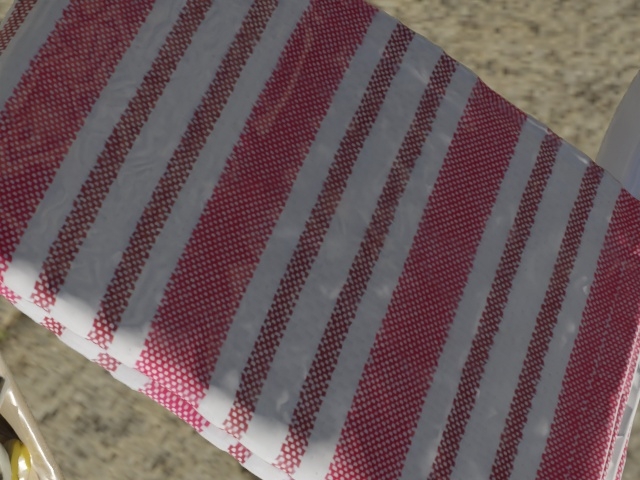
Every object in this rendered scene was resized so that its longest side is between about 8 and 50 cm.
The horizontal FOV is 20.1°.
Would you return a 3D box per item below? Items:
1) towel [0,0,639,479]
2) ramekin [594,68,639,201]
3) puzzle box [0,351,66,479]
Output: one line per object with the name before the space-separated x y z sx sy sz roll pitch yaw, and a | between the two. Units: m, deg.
towel | 0.000 0.000 0.462 0.197 0.029 0.144 35 49 -12
ramekin | 0.208 -0.005 0.655 0.207 0.109 0.207 -17 127 -23
puzzle box | -0.228 0.069 0.770 0.052 0.272 0.409 -7 128 16
